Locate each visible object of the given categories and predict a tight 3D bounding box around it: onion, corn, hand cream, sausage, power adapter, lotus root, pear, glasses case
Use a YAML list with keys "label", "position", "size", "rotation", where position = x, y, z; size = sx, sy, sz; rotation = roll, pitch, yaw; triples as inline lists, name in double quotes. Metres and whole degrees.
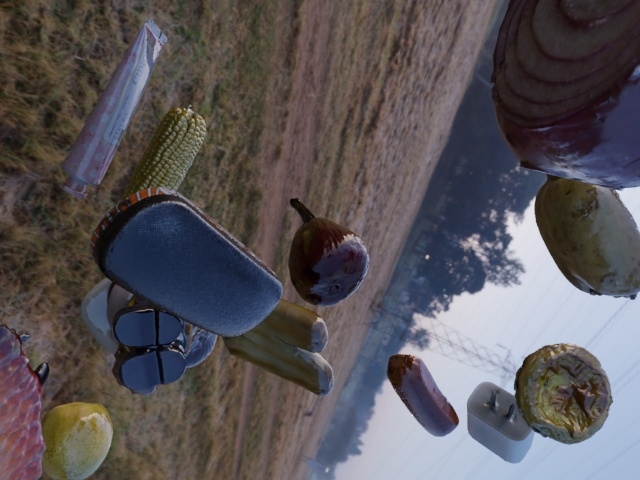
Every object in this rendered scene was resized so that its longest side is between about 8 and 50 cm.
- label: "onion"
  position: [-0.467, 0.277, 1.628]
  size: [0.273, 0.285, 0.273]
  rotation: [5, 84, -64]
- label: "corn"
  position: [-0.334, -0.154, 1.063]
  size: [0.310, 0.101, 0.101]
  rotation: [-63, 169, -5]
- label: "hand cream"
  position: [-0.230, -0.145, 0.565]
  size: [0.210, 0.043, 0.067]
  rotation: [-61, -179, 3]
- label: "sausage"
  position: [0.260, 0.404, 1.285]
  size: [0.330, 0.102, 0.102]
  rotation: [55, 51, -32]
- label: "power adapter"
  position: [0.530, 0.524, 1.478]
  size: [0.124, 0.187, 0.255]
  rotation: [-45, 142, -23]
- label: "lotus root"
  position: [0.485, -0.021, 0.914]
  size: [0.146, 0.284, 0.160]
  rotation: [-20, 176, -24]
- label: "onion"
  position: [0.285, -0.143, 0.438]
  size: [0.216, 0.207, 0.206]
  rotation: [-128, -126, -72]
- label: "pear"
  position: [-0.563, 0.460, 1.156]
  size: [0.178, 0.178, 0.178]
  rotation: [-61, 169, -21]
- label: "glasses case"
  position: [-0.127, 0.035, 0.543]
  size: [0.103, 0.067, 0.267]
  rotation: [-44, 146, -3]

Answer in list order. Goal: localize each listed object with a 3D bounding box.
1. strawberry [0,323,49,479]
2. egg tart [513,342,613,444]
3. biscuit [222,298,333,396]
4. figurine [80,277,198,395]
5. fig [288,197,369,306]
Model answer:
- label: "strawberry"
  position: [-0.384, 0.189, 0.489]
  size: [0.233, 0.137, 0.306]
  rotation: [-22, 127, -73]
- label: "egg tart"
  position: [0.573, 0.363, 1.207]
  size: [0.241, 0.241, 0.106]
  rotation: [-64, -178, -10]
- label: "biscuit"
  position: [-0.103, 0.197, 1.053]
  size: [0.062, 0.290, 0.237]
  rotation: [-46, 141, -39]
- label: "figurine"
  position: [-0.258, 0.123, 0.817]
  size: [0.204, 0.332, 0.185]
  rotation: [-7, 100, -33]
- label: "fig"
  position: [-0.026, 0.013, 1.164]
  size: [0.190, 0.290, 0.191]
  rotation: [-37, 158, -18]
